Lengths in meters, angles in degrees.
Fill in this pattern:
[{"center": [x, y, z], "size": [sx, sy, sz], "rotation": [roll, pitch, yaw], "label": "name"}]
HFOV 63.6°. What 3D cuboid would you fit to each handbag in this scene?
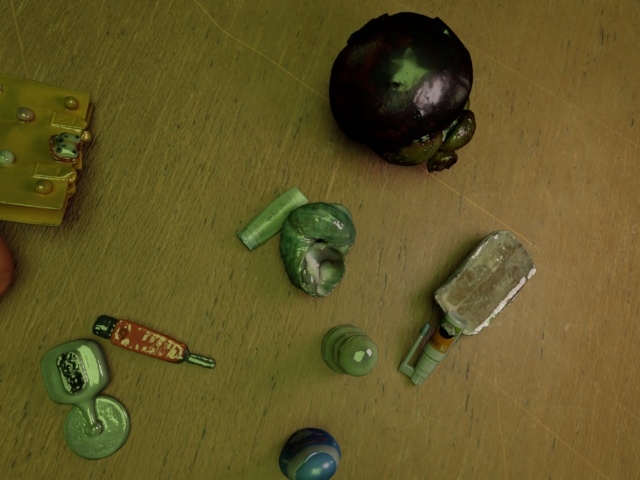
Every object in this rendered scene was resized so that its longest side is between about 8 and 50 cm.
[{"center": [-0.723, -0.232, 1.258], "size": [0.282, 0.133, 0.401], "rotation": [8, 56, -16], "label": "handbag"}]

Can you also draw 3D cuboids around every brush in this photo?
[{"center": [-0.422, 0.264, 1.317], "size": [0.323, 0.051, 0.070], "rotation": [19, 77, -4], "label": "brush"}]

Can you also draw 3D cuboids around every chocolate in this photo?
[{"center": [0.443, 0.113, 1.427], "size": [0.303, 0.100, 0.185], "rotation": [-43, 101, -7], "label": "chocolate"}]

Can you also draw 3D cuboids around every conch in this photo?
[{"center": [0.000, 0.000, 1.360], "size": [0.220, 0.195, 0.277], "rotation": [42, 55, -10], "label": "conch"}]

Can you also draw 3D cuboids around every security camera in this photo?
[{"center": [-0.578, 0.393, 1.268], "size": [0.157, 0.080, 0.302], "rotation": [-20, 87, -10], "label": "security camera"}]

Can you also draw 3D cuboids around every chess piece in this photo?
[{"center": [0.079, 0.276, 1.282], "size": [0.133, 0.243, 0.133], "rotation": [1, 82, -6], "label": "chess piece"}]

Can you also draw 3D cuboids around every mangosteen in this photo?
[{"center": [0.235, -0.391, 1.352], "size": [0.421, 0.381, 0.381], "rotation": [26, 79, -13], "label": "mangosteen"}]

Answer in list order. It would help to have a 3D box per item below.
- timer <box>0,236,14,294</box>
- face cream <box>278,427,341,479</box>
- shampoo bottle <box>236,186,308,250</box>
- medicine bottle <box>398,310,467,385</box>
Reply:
[{"center": [-0.856, 0.058, 1.204], "size": [0.215, 0.229, 0.230], "rotation": [38, 79, 1], "label": "timer"}, {"center": [-0.025, 0.515, 1.220], "size": [0.149, 0.264, 0.083], "rotation": [-20, 85, -10], "label": "face cream"}, {"center": [-0.130, -0.059, 1.406], "size": [0.212, 0.049, 0.072], "rotation": [-42, 93, -11], "label": "shampoo bottle"}, {"center": [0.292, 0.281, 1.362], "size": [0.092, 0.061, 0.221], "rotation": [30, 109, 10], "label": "medicine bottle"}]
